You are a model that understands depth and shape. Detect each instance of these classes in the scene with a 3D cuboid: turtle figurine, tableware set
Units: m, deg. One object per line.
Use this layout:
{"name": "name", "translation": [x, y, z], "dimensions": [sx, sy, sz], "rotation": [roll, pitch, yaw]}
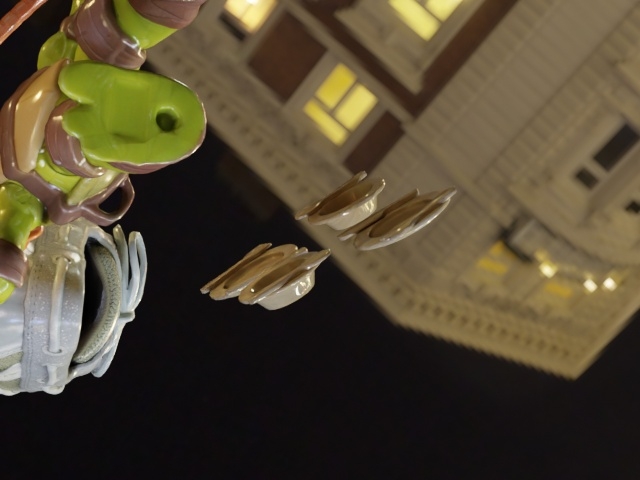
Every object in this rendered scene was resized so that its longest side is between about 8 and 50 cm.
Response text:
{"name": "turtle figurine", "translation": [-0.116, -0.039, 0.687], "dimensions": [0.087, 0.217, 0.269], "rotation": [32, -117, -19]}
{"name": "tableware set", "translation": [0.000, 0.000, 0.973], "dimensions": [0.020, 0.141, 0.168], "rotation": [61, 165, -14]}

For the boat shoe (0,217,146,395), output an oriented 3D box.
{"name": "boat shoe", "translation": [-0.156, 0.038, 0.933], "dimensions": [0.103, 0.118, 0.320], "rotation": [8, 175, 5]}
